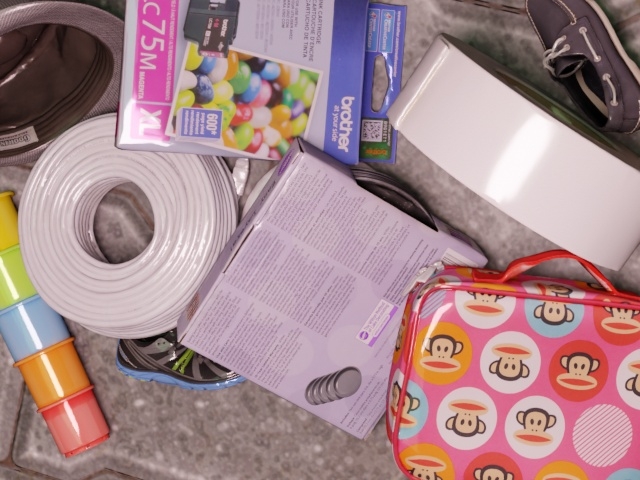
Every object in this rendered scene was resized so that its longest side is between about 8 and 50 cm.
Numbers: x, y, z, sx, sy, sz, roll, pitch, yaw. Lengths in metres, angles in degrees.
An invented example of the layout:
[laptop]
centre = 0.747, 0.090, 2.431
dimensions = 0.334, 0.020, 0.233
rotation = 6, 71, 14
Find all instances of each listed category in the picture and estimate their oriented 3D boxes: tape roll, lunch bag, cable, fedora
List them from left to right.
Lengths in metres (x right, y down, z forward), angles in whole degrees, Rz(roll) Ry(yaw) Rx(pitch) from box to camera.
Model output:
[fedora]
centre = -0.342, -0.208, 1.639
dimensions = 0.275, 0.243, 0.124
rotation = -41, 55, 24
[cable]
centre = -0.218, -0.018, 1.644
dimensions = 0.257, 0.089, 0.257
rotation = 5, 85, 17
[tape roll]
centre = 0.207, -0.090, 1.438
dimensions = 0.286, 0.286, 0.100
rotation = 36, 104, 10
[lunch bag]
centre = 0.221, 0.134, 1.511
dimensions = 0.293, 0.120, 0.258
rotation = 9, 99, -3

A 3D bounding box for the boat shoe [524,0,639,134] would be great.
[boat shoe]
centre = 0.264, -0.191, 1.492
dimensions = 0.206, 0.065, 0.075
rotation = 58, 146, 26

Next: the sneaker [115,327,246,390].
[sneaker]
centre = -0.150, 0.127, 1.670
dimensions = 0.188, 0.067, 0.078
rotation = 5, 103, 18

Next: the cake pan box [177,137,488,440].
[cake pan box]
centre = 0.013, 0.052, 1.568
dimensions = 0.245, 0.070, 0.267
rotation = 28, 105, -18

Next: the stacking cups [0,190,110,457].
[stacking cups]
centre = -0.334, 0.099, 1.710
dimensions = 0.096, 0.096, 0.316
rotation = -28, 90, 16

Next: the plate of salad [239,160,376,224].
[plate of salad]
centre = 0.000, 0.000, 1.627
dimensions = 0.200, 0.048, 0.200
rotation = 1, 95, 16

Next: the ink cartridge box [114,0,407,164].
[ink cartridge box]
centre = -0.059, -0.179, 1.562
dimensions = 0.311, 0.065, 0.186
rotation = 4, 94, -11
